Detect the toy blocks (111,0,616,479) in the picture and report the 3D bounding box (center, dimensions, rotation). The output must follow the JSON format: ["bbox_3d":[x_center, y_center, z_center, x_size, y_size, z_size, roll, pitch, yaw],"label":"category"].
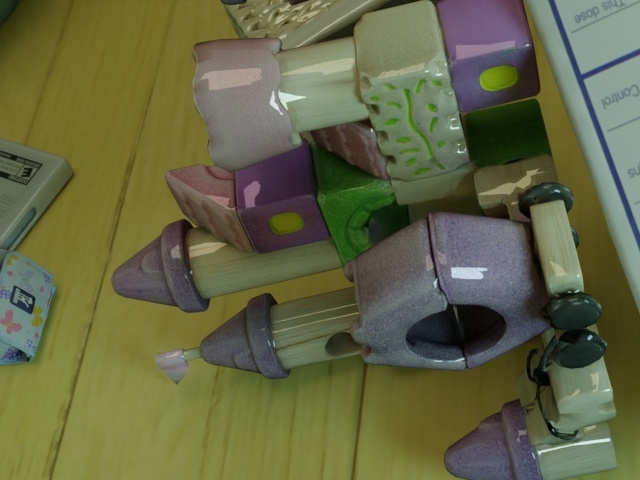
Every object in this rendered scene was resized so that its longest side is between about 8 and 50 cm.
[{"bbox_3d":[0.000,0.000,0.741,0.260,0.288,0.308,-12,53,7],"label":"toy blocks"}]

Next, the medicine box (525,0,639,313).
[{"bbox_3d":[0.261,-0.063,0.614,0.264,0.149,0.289,-23,76,23],"label":"medicine box"}]

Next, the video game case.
[{"bbox_3d":[-0.307,-0.015,1.045,0.190,0.022,0.173,18,61,31],"label":"video game case"}]

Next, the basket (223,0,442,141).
[{"bbox_3d":[0.031,-0.147,0.959,0.167,0.113,0.103,-31,45,-4],"label":"basket"}]

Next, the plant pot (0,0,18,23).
[{"bbox_3d":[-0.365,-0.269,1.153,0.293,0.196,0.293,-10,51,13],"label":"plant pot"}]

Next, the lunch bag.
[{"bbox_3d":[-0.228,0.042,0.941,0.083,0.053,0.071,16,55,-7],"label":"lunch bag"}]
